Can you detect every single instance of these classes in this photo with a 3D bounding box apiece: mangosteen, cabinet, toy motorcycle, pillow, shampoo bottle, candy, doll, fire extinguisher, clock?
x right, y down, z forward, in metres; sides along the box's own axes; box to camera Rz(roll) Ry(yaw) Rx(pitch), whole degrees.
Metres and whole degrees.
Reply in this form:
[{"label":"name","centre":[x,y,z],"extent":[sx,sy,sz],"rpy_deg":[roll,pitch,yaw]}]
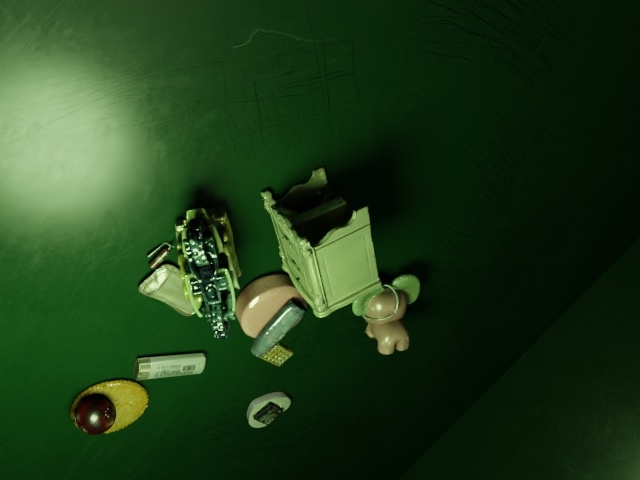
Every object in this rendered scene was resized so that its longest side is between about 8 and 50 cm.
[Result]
[{"label":"mangosteen","centre":[-0.729,0.561,1.682],"extent":[0.140,0.140,0.140],"rpy_deg":[-17,133,-19]},{"label":"cabinet","centre":[0.000,0.000,1.575],"extent":[0.228,0.290,0.318],"rpy_deg":[-26,133,-13]},{"label":"toy motorcycle","centre":[-0.310,0.082,1.497],"extent":[0.169,0.237,0.410],"rpy_deg":[-10,130,-6]},{"label":"pillow","centre":[-0.438,0.154,1.615],"extent":[0.130,0.038,0.233],"rpy_deg":[-45,136,5]},{"label":"shampoo bottle","centre":[-0.145,0.297,1.767],"extent":[0.233,0.049,0.087],"rpy_deg":[-49,136,12]},{"label":"candy","centre":[-0.163,0.228,1.804],"extent":[0.255,0.094,0.255],"rpy_deg":[-16,132,-19]},{"label":"shampoo bottle","centre":[-0.510,0.427,1.787],"extent":[0.228,0.056,0.086],"rpy_deg":[2,127,-32]},{"label":"doll","centre":[0.257,0.260,2.004],"extent":[0.284,0.216,0.268],"rpy_deg":[-12,125,-20]},{"label":"fire extinguisher","centre":[-0.464,0.035,1.514],"extent":[0.046,0.032,0.100],"rpy_deg":[43,100,-11]},{"label":"clock","centre":[-0.223,0.712,2.196],"extent":[0.198,0.064,0.172],"rpy_deg":[-41,137,4]}]

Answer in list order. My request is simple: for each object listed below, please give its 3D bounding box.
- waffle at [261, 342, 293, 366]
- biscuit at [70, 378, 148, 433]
[{"label":"waffle","centre":[-0.172,0.436,2.027],"extent":[0.092,0.021,0.135],"rpy_deg":[-41,137,7]},{"label":"biscuit","centre":[-0.715,0.563,1.789],"extent":[0.254,0.035,0.253],"rpy_deg":[-15,131,-19]}]
